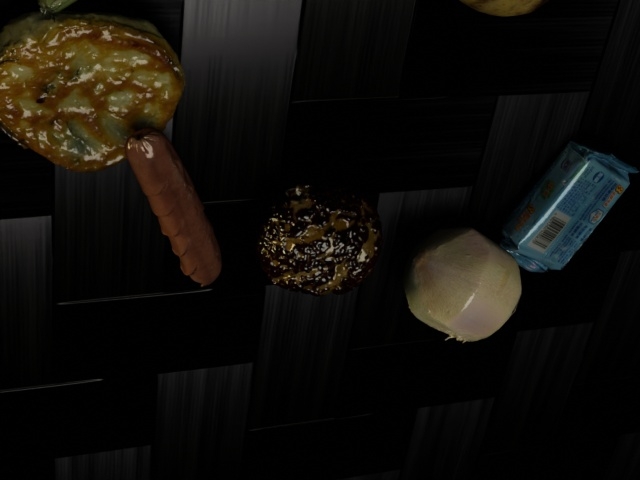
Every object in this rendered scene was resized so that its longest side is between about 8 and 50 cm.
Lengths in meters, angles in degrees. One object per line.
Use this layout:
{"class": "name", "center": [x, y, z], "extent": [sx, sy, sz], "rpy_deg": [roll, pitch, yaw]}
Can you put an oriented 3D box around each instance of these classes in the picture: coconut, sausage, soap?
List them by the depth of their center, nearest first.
{"class": "sausage", "center": [-0.240, -0.049, 1.920], "extent": [0.088, 0.088, 0.433], "rpy_deg": [-22, 145, -5]}
{"class": "coconut", "center": [0.262, 0.078, 2.182], "extent": [0.234, 0.224, 0.224], "rpy_deg": [15, 119, -39]}
{"class": "soap", "center": [0.481, -0.063, 2.234], "extent": [0.156, 0.077, 0.293], "rpy_deg": [26, 108, -35]}

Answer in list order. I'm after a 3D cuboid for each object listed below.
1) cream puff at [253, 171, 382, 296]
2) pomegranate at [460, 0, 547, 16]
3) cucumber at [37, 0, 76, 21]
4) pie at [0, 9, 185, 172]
{"class": "cream puff", "center": [0.000, 0.000, 2.038], "extent": [0.239, 0.165, 0.239], "rpy_deg": [-10, 131, -12]}
{"class": "pomegranate", "center": [0.269, -0.478, 1.707], "extent": [0.281, 0.281, 0.281], "rpy_deg": [-11, 130, -14]}
{"class": "cucumber", "center": [-0.284, -0.454, 1.596], "extent": [0.325, 0.105, 0.145], "rpy_deg": [-31, 98, 1]}
{"class": "pie", "center": [-0.367, -0.234, 1.758], "extent": [0.315, 0.092, 0.315], "rpy_deg": [-11, 135, -12]}
